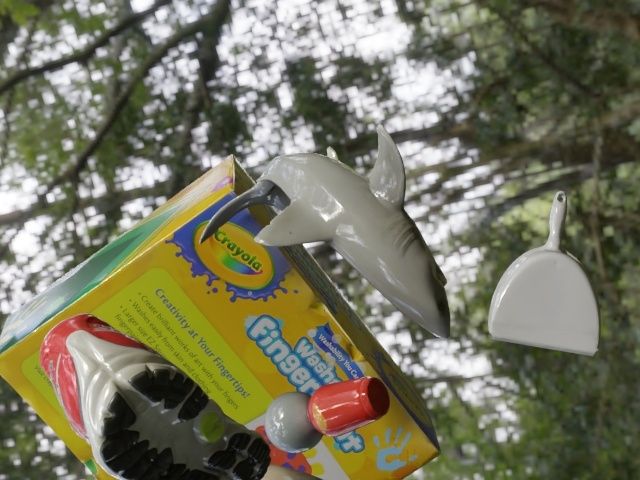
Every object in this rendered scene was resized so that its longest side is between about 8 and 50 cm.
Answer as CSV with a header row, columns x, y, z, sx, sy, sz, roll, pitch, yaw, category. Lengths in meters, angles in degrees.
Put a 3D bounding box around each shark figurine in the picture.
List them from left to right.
x,y,z,sx,sy,sz,roll,pitch,yaw,category
-0.018,-0.022,1.050,0.116,0.278,0.166,-31,-54,-26,shark figurine

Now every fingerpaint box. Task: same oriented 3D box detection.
x,y,z,sx,sy,sz,roll,pitch,yaw,category
-0.126,0.180,1.626,0.445,0.371,0.163,52,-171,-19,fingerpaint box

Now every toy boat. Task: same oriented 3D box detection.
x,y,z,sx,sy,sz,roll,pitch,yaw,category
-0.012,0.282,1.281,0.267,0.148,0.318,42,-139,-33,toy boat

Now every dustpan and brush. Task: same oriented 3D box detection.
x,y,z,sx,sy,sz,roll,pitch,yaw,category
0.306,0.036,1.676,0.060,0.147,0.211,56,-136,-87,dustpan and brush

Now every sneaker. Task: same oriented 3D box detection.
x,y,z,sx,sy,sz,roll,pitch,yaw,category
-0.122,0.136,0.942,0.107,0.118,0.279,-43,-33,-16,sneaker
